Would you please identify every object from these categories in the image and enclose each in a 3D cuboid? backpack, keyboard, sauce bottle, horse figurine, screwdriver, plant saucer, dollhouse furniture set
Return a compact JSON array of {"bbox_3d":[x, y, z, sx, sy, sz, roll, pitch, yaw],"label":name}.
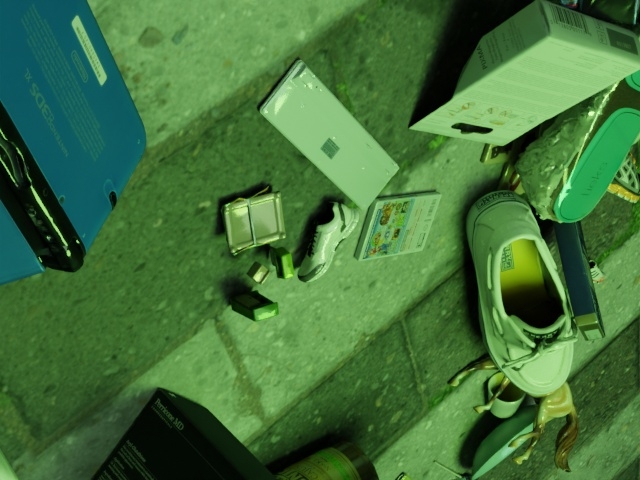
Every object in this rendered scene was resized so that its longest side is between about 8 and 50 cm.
[{"bbox_3d":[0.355,-0.357,1.366,0.173,0.116,0.158,-61,155,-58],"label":"backpack"},{"bbox_3d":[0.016,-0.115,1.298,0.072,0.014,0.256,-48,142,2],"label":"keyboard"},{"bbox_3d":[-0.074,0.384,1.511,0.344,0.111,0.111,-22,133,-35],"label":"sauce bottle"},{"bbox_3d":[0.328,0.240,1.774,0.174,0.066,0.263,-43,99,-14],"label":"horse figurine"},{"bbox_3d":[0.232,0.403,1.913,0.170,0.024,0.025,31,66,-50],"label":"screwdriver"},{"bbox_3d":[0.319,0.330,1.901,0.195,0.037,0.195,-36,162,-14],"label":"plant saucer"},{"bbox_3d":[-0.079,0.012,1.289,0.076,0.058,0.152,-17,111,-27],"label":"dollhouse furniture set"}]

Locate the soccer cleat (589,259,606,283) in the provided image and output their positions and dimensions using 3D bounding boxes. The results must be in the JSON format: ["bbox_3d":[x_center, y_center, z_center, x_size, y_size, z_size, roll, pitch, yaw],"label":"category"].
[{"bbox_3d":[0.450,0.050,1.853,0.083,0.029,0.036,5,119,-42],"label":"soccer cleat"}]

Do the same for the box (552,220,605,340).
[{"bbox_3d":[0.371,0.025,1.634,0.036,0.225,0.136,-12,163,15],"label":"box"}]

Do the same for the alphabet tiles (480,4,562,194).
[{"bbox_3d":[0.364,-0.199,1.586,0.342,0.011,0.285,-10,126,-41],"label":"alphabet tiles"}]

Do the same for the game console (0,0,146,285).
[{"bbox_3d":[-0.309,-0.106,0.959,0.293,0.173,0.250,72,32,-47],"label":"game console"}]

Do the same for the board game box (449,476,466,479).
[{"bbox_3d":[0.025,0.449,1.547,0.308,0.086,0.302,-21,172,-33],"label":"board game box"}]

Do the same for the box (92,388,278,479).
[{"bbox_3d":[-0.138,0.322,1.277,0.184,0.261,0.103,-54,142,3],"label":"box"}]

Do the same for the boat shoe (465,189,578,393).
[{"bbox_3d":[0.304,0.112,1.587,0.135,0.156,0.367,-17,125,-1],"label":"boat shoe"}]

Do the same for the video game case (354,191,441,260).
[{"bbox_3d":[0.101,-0.019,1.458,0.122,0.011,0.087,-8,125,-42],"label":"video game case"}]

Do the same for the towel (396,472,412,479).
[{"bbox_3d":[0.130,0.412,1.825,0.060,0.009,0.083,-48,143,-7],"label":"towel"}]

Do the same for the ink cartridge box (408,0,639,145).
[{"bbox_3d":[0.244,-0.197,1.365,0.189,0.066,0.232,5,159,-41],"label":"ink cartridge box"}]

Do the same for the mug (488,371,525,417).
[{"bbox_3d":[0.309,0.256,1.847,0.078,0.062,0.064,-24,142,-22],"label":"mug"}]

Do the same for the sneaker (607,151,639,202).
[{"bbox_3d":[0.421,-0.116,1.637,0.214,0.084,0.083,17,101,-50],"label":"sneaker"}]

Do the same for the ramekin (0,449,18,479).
[{"bbox_3d":[-0.413,0.274,1.061,0.277,0.135,0.277,-27,135,-30],"label":"ramekin"}]

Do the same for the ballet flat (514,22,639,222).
[{"bbox_3d":[0.385,-0.207,1.455,0.147,0.147,0.409,7,126,-48],"label":"ballet flat"}]

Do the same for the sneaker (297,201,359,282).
[{"bbox_3d":[0.000,0.000,1.355,0.043,0.040,0.109,31,92,-35],"label":"sneaker"}]
